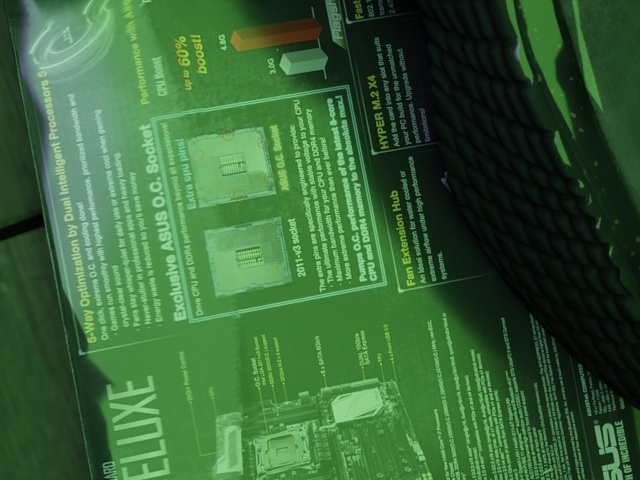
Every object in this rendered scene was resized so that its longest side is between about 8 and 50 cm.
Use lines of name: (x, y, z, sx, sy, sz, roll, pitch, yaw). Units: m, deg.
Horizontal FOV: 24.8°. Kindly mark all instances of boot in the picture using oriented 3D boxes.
boot: (0.143, -0.108, 0.559, 0.223, 0.118, 0.338, -33, 115, -15)

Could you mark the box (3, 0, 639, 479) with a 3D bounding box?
box: (0.000, 0.000, 0.654, 0.242, 0.076, 0.307, -11, 89, -10)
